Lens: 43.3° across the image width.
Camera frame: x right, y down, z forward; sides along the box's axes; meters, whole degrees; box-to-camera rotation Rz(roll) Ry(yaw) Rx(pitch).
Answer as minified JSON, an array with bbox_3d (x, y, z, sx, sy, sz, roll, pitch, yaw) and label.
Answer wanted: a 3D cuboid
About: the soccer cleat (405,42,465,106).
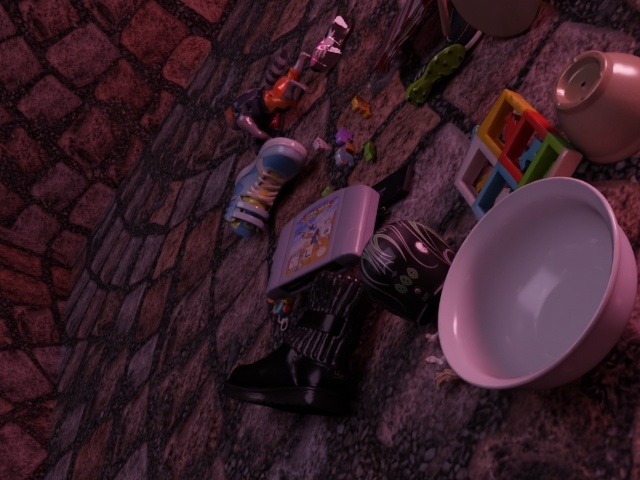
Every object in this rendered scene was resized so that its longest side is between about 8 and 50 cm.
[{"bbox_3d":[0.235,-0.355,1.678,0.179,0.060,0.072,-45,28,42],"label":"soccer cleat"}]

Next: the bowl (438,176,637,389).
[{"bbox_3d":[0.302,0.075,1.054,0.298,0.134,0.298,-43,32,36],"label":"bowl"}]

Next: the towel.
[{"bbox_3d":[0.231,-0.546,1.789,0.329,0.037,0.237,-52,13,46],"label":"towel"}]

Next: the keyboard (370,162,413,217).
[{"bbox_3d":[0.124,-0.082,1.663,0.180,0.023,0.108,-33,32,47],"label":"keyboard"}]

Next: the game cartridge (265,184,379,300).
[{"bbox_3d":[0.000,0.000,1.696,0.297,0.062,0.198,-28,44,44],"label":"game cartridge"}]

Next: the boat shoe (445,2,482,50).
[{"bbox_3d":[0.313,-0.531,1.669,0.114,0.091,0.302,-3,63,58],"label":"boat shoe"}]

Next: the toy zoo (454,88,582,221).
[{"bbox_3d":[0.304,-0.123,1.317,0.293,0.030,0.192,-109,39,-56],"label":"toy zoo"}]

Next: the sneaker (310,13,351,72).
[{"bbox_3d":[0.027,-0.542,2.252,0.178,0.072,0.077,-58,13,-9],"label":"sneaker"}]

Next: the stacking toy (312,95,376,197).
[{"bbox_3d":[0.054,-0.216,1.886,0.167,0.052,0.221,-44,32,33],"label":"stacking toy"}]

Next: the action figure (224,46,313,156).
[{"bbox_3d":[-0.155,-0.437,2.351,0.330,0.178,0.341,-32,40,31],"label":"action figure"}]

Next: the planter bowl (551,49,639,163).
[{"bbox_3d":[0.407,-0.207,1.166,0.162,0.109,0.162,-41,33,35],"label":"planter bowl"}]

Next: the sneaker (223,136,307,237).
[{"bbox_3d":[-0.144,-0.120,2.077,0.319,0.127,0.208,-39,31,56],"label":"sneaker"}]

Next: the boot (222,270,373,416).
[{"bbox_3d":[-0.041,0.198,1.558,0.348,0.131,0.260,-7,65,47],"label":"boot"}]

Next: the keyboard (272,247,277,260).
[{"bbox_3d":[-0.046,0.018,1.889,0.256,0.014,0.072,0,70,62],"label":"keyboard"}]

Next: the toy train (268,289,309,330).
[{"bbox_3d":[-0.064,0.112,1.787,0.166,0.046,0.125,-55,26,13],"label":"toy train"}]

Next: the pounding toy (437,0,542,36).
[{"bbox_3d":[0.326,-0.491,1.528,0.237,0.183,0.110,11,51,43],"label":"pounding toy"}]

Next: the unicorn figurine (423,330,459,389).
[{"bbox_3d":[0.209,0.145,1.256,0.111,0.060,0.162,-37,51,40],"label":"unicorn figurine"}]

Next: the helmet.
[{"bbox_3d":[0.143,0.045,1.335,0.161,0.169,0.169,41,106,20],"label":"helmet"}]
